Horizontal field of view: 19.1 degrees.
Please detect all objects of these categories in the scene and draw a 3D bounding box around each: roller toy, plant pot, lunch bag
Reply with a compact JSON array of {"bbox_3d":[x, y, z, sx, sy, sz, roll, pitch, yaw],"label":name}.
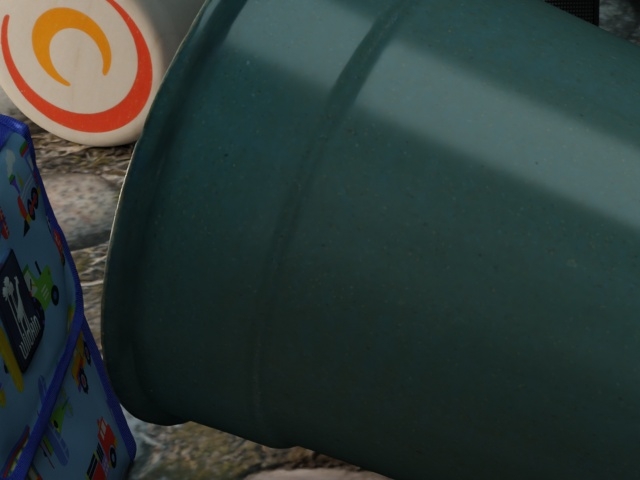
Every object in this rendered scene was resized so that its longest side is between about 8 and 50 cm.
[{"bbox_3d":[-0.184,-0.194,1.659,0.191,0.209,0.146,-10,26,28],"label":"roller toy"},{"bbox_3d":[0.110,0.011,1.077,0.334,0.341,0.341,22,39,18],"label":"plant pot"},{"bbox_3d":[-0.213,0.081,1.140,0.138,0.293,0.221,2,33,9],"label":"lunch bag"}]

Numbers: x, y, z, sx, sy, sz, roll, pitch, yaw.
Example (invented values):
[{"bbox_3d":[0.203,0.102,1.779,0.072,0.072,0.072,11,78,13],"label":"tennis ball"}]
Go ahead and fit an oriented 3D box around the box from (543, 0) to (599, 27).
[{"bbox_3d":[0.120,-0.271,1.733,0.270,0.216,0.060,0,31,5],"label":"box"}]
